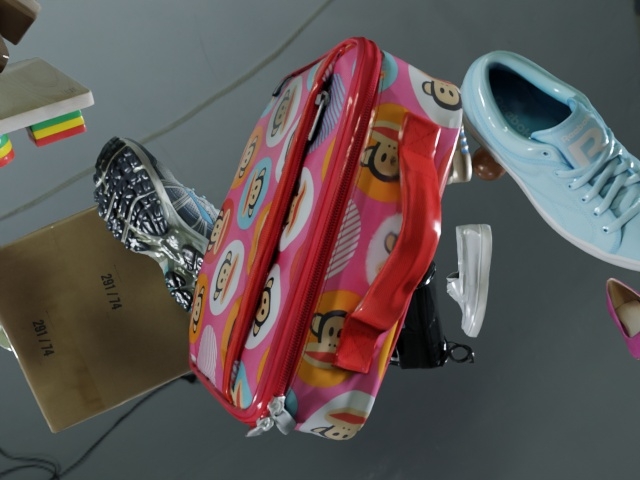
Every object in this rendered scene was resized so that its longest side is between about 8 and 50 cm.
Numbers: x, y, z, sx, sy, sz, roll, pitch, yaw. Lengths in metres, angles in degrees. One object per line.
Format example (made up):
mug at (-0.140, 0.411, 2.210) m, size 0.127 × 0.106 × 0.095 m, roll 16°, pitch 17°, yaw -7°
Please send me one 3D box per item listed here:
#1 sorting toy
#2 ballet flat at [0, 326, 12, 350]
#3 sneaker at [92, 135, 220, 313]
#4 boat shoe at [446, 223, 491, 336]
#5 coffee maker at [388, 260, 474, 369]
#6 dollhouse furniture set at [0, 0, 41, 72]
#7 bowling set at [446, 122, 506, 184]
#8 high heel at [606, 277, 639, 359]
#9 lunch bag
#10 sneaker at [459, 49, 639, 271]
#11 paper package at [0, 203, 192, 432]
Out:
sorting toy at (-0.566, -0.219, 1.005) m, size 0.255 × 0.257 × 0.089 m, roll -30°, pitch 135°, yaw -30°
ballet flat at (-0.653, 0.165, 1.275) m, size 0.164 × 0.482 × 0.182 m, roll -22°, pitch 107°, yaw -54°
sneaker at (-0.192, -0.021, 0.769) m, size 0.110 × 0.122 × 0.283 m, roll -39°, pitch 86°, yaw 28°
boat shoe at (0.232, 0.064, 0.903) m, size 0.063 × 0.066 × 0.184 m, roll 4°, pitch 109°, yaw 9°
coffee maker at (0.173, 0.126, 1.007) m, size 0.171 × 0.120 × 0.178 m, roll -8°, pitch 116°, yaw 6°
dollhouse furniture set at (-0.515, -0.092, 0.526) m, size 0.256 × 0.394 × 0.362 m, roll 32°, pitch 61°, yaw -33°
bowling set at (0.189, -0.164, 0.882) m, size 0.287 × 0.199 × 0.154 m, roll -18°, pitch 104°, yaw -63°
high heel at (0.533, 0.124, 0.959) m, size 0.082 × 0.117 × 0.244 m, roll -34°, pitch 169°, yaw 23°
lunch bag at (0.000, 0.000, 0.455) m, size 0.120 × 0.258 × 0.293 m, roll 19°, pitch 86°, yaw -24°
sneaker at (0.313, -0.096, 0.706) m, size 0.135 × 0.366 × 0.150 m, roll -50°, pitch 167°, yaw 6°
paper package at (-0.378, 0.109, 0.996) m, size 0.309 × 0.168 × 0.325 m, roll -24°, pitch 97°, yaw -5°
